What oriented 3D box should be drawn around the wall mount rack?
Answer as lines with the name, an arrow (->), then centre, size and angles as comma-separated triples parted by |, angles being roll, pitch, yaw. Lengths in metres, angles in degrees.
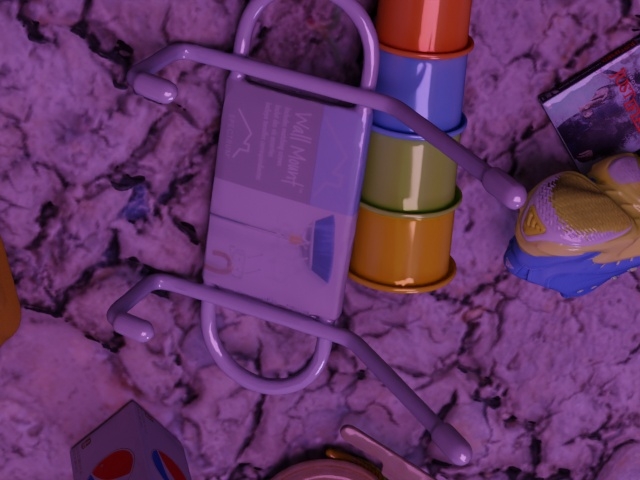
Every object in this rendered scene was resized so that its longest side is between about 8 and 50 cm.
wall mount rack -> 0.000, 0.000, 1.232 | 0.304, 0.130, 0.350 | 17, 118, 16

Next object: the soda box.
soda box -> -0.139, 0.224, 1.328 | 0.074, 0.216, 0.069 | -39, 121, 9

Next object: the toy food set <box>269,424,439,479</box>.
toy food set -> 0.005, 0.240, 1.483 | 0.132, 0.038, 0.192 | 37, 110, -20

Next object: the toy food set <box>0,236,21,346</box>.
toy food set -> -0.305, 0.022, 1.271 | 0.128, 0.071, 0.218 | -26, 126, -27

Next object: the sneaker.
sneaker -> 0.250, -0.015, 1.385 | 0.240, 0.091, 0.126 | -4, 154, -27

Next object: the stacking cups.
stacking cups -> 0.076, -0.117, 1.264 | 0.096, 0.096, 0.316 | -1, 118, -14

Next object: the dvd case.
dvd case -> 0.244, -0.111, 1.357 | 0.119, 0.013, 0.087 | -32, 121, 4
